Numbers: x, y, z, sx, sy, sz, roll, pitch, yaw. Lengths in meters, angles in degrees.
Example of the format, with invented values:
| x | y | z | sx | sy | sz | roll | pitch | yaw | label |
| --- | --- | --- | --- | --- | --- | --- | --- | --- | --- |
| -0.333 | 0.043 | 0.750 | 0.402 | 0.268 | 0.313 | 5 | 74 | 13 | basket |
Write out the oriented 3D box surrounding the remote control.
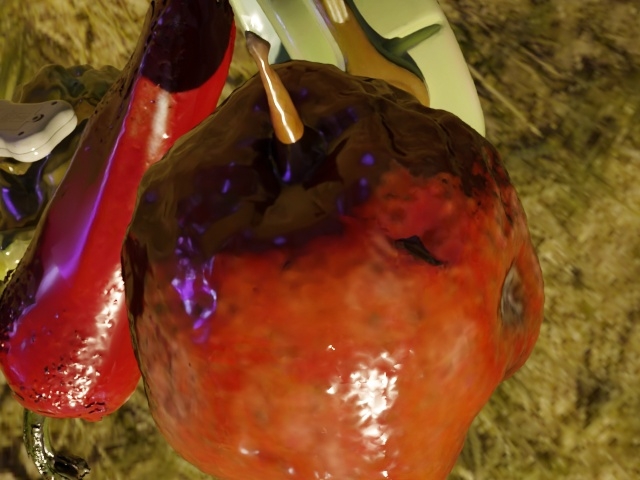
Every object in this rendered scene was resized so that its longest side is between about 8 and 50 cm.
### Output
| x | y | z | sx | sy | sz | roll | pitch | yaw | label |
| --- | --- | --- | --- | --- | --- | --- | --- | --- | --- |
| -0.283 | -0.102 | 1.408 | 0.074 | 0.122 | 0.032 | -50 | 131 | -35 | remote control |

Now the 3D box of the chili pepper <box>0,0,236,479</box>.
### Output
| x | y | z | sx | sy | sz | roll | pitch | yaw | label |
| --- | --- | --- | --- | --- | --- | --- | --- | --- | --- |
| -0.130 | 0.000 | 0.947 | 0.110 | 0.110 | 0.388 | 18 | 113 | -18 | chili pepper |

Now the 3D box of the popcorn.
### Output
| x | y | z | sx | sy | sz | roll | pitch | yaw | label |
| --- | --- | --- | --- | --- | --- | --- | --- | --- | --- |
| -0.280 | -0.056 | 1.860 | 0.279 | 0.274 | 0.335 | -20 | 69 | 3 | popcorn |

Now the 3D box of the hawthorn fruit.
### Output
| x | y | z | sx | sy | sz | roll | pitch | yaw | label |
| --- | --- | --- | --- | --- | --- | --- | --- | --- | --- |
| 0.000 | 0.000 | 0.690 | 0.207 | 0.207 | 0.243 | -21 | 139 | -5 | hawthorn fruit |

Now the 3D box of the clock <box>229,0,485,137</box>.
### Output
| x | y | z | sx | sy | sz | roll | pitch | yaw | label |
| --- | --- | --- | --- | --- | --- | --- | --- | --- | --- |
| 0.025 | -0.144 | 1.187 | 0.117 | 0.286 | 0.348 | -29 | 144 | -4 | clock |
